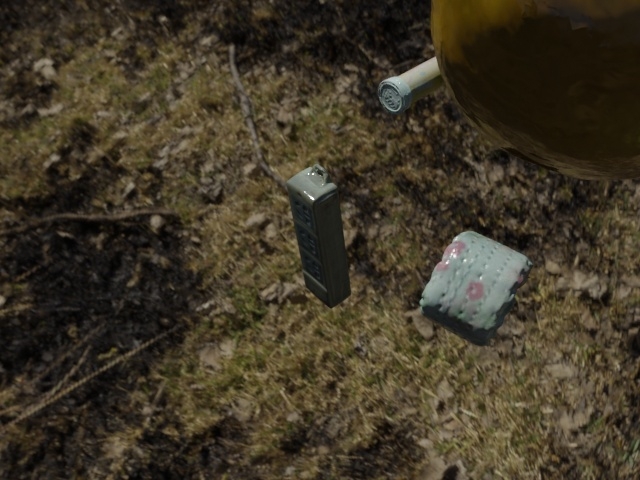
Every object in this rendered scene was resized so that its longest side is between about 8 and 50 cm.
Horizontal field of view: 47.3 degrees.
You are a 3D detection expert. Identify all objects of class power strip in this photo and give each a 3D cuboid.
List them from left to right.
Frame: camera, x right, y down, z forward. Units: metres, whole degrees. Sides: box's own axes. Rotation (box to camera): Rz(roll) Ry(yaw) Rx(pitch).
[{"bbox_3d":[0.000,0.000,1.144,0.052,0.272,0.078,-33,50,-22],"label":"power strip"}]

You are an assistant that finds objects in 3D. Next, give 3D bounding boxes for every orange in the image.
[{"bbox_3d":[0.182,-0.171,0.427,0.235,0.279,0.279,12,68,11],"label":"orange"}]

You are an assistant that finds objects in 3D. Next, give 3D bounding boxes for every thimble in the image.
[{"bbox_3d":[0.288,0.085,1.350,0.149,0.211,0.186,29,103,18],"label":"thimble"}]

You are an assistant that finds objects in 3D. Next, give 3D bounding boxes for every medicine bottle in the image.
[{"bbox_3d":[0.218,-0.334,1.506,0.218,0.074,0.074,-33,54,-30],"label":"medicine bottle"}]
